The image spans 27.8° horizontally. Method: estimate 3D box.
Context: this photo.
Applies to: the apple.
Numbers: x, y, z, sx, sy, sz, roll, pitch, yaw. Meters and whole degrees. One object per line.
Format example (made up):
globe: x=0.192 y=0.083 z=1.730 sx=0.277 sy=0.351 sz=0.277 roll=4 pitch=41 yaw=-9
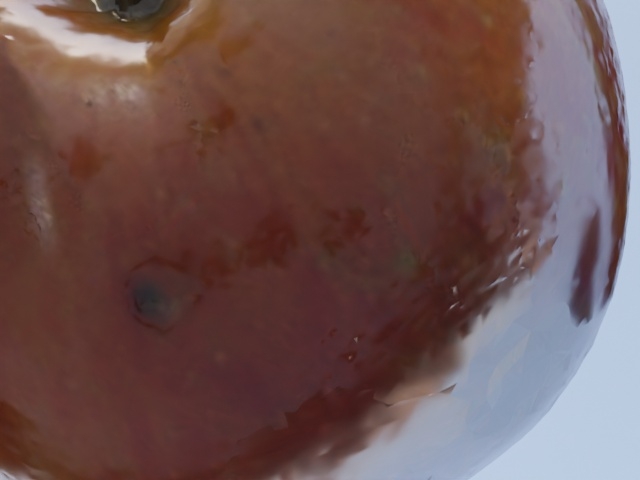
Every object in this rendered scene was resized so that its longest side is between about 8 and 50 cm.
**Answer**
apple: x=0.000 y=0.000 z=0.436 sx=0.293 sy=0.251 sz=0.163 roll=-44 pitch=-125 yaw=-9
